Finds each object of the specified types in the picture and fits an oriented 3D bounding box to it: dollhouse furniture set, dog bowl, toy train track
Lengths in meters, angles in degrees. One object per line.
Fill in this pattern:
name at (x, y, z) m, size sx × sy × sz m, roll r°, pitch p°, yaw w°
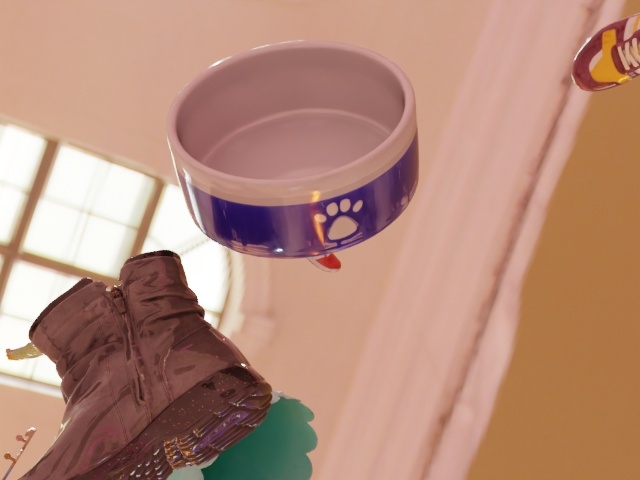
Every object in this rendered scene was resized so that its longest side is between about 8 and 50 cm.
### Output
dollhouse furniture set at (-0.334, 0.152, 1.700) m, size 0.076 × 0.152 × 0.058 m, roll -17°, pitch -93°, yaw 45°
dog bowl at (-0.026, -0.102, 1.381) m, size 0.265 × 0.265 × 0.104 m, roll -118°, pitch -166°, yaw -49°
toy train track at (-0.296, 0.211, 1.215) m, size 0.083 × 0.014 × 0.048 m, roll -58°, pitch -174°, yaw 0°

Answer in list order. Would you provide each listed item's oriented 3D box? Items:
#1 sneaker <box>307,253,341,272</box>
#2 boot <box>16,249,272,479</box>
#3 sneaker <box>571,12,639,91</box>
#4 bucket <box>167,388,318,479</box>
sneaker at (0.000, 0.000, 2.048) m, size 0.067 × 0.118 × 0.042 m, roll -44°, pitch -158°, yaw 29°
boot at (-0.237, 0.166, 1.285) m, size 0.222 × 0.338 × 0.118 m, roll 48°, pitch -26°, yaw 28°
sneaker at (0.368, -0.222, 1.435) m, size 0.185 × 0.069 × 0.084 m, roll -30°, pitch -167°, yaw 8°
bucket at (-0.154, 0.319, 1.891) m, size 0.183 × 0.281 × 0.281 m, roll 24°, pitch -86°, yaw 32°
